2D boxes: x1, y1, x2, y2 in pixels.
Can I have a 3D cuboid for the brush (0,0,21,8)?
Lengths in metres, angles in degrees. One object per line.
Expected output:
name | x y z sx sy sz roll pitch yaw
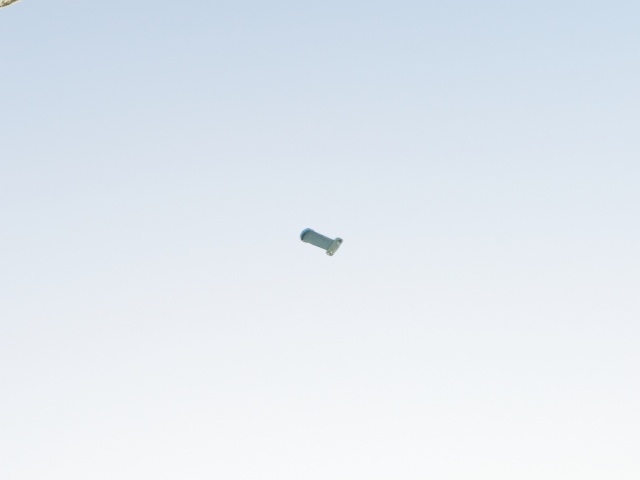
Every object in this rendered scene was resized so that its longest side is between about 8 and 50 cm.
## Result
brush | -0.199 -0.263 0.496 0.103 0.047 0.233 -38 -5 -26

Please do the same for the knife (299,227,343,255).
knife | 0.000 0.000 0.861 0.027 0.010 0.096 -55 -28 7
